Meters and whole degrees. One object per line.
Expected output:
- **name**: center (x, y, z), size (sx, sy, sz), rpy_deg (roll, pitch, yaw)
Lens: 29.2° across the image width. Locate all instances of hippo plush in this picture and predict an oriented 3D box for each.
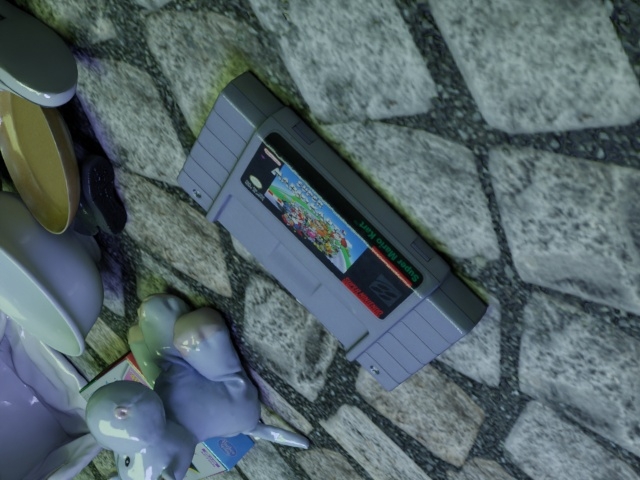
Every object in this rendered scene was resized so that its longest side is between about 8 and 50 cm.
- **hippo plush**: center (-0.224, 0.247, 1.748), size (0.234, 0.236, 0.294), rpy_deg (1, 128, 52)

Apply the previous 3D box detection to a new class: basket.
- **basket**: center (-0.616, 0.352, 2.302), size (0.331, 0.328, 0.266), rpy_deg (48, 153, -5)

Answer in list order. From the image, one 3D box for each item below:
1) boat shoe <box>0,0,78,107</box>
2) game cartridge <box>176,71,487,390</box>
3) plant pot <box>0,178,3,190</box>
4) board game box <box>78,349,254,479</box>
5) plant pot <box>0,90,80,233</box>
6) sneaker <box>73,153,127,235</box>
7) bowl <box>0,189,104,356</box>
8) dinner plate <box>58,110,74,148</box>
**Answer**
- **boat shoe**: center (-0.396, -0.229, 1.512), size (0.267, 0.096, 0.088), rpy_deg (36, 139, 22)
- **game cartridge**: center (0.000, 0.000, 1.337), size (0.355, 0.068, 0.230), rpy_deg (45, 155, 3)
- **plant pot**: center (-0.621, -0.146, 1.794), size (0.284, 0.284, 0.191), rpy_deg (-16, 82, 58)
- **board game box**: center (-0.262, 0.292, 2.031), size (0.242, 0.064, 0.316), rpy_deg (49, 151, -4)
- **plant pot**: center (-0.376, -0.124, 1.635), size (0.236, 0.032, 0.236), rpy_deg (38, 140, 42)
- **sneaker**: center (-0.318, -0.062, 1.677), size (0.089, 0.051, 0.170), rpy_deg (24, 147, 27)
- **bowl**: center (-0.421, 0.024, 1.818), size (0.298, 0.134, 0.298), rpy_deg (33, 155, 17)
- **dinner plate**: center (-0.357, -0.138, 1.642), size (0.141, 0.017, 0.141), rpy_deg (37, 139, 41)
